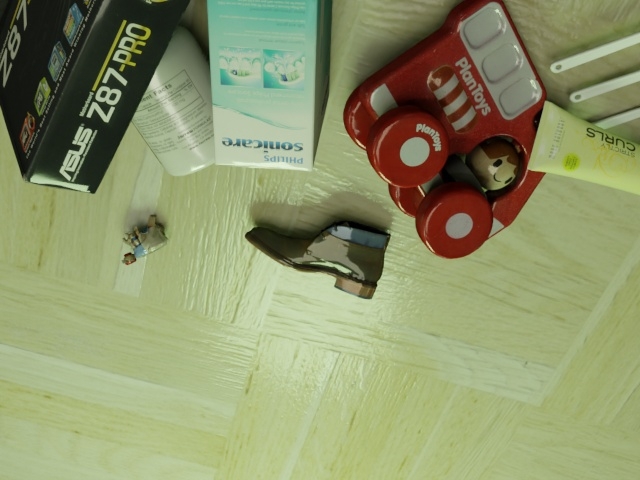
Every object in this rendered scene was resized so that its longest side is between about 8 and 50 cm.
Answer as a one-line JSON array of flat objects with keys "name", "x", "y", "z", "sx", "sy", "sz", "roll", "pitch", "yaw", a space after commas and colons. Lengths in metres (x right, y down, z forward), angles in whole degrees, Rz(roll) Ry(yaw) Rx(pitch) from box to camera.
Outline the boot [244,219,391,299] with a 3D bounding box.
[{"name": "boot", "x": 0.000, "y": 0.000, "z": 1.259, "sx": 0.219, "sy": 0.082, "sz": 0.106, "roll": 23, "pitch": 102, "yaw": -5}]

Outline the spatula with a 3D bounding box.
[{"name": "spatula", "x": 0.435, "y": -0.216, "z": 1.064, "sx": 0.242, "sy": 0.019, "sz": 0.168, "roll": -19, "pitch": 132, "yaw": 18}]

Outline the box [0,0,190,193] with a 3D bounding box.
[{"name": "box", "x": -0.247, "y": -0.300, "z": 0.893, "sx": 0.097, "sy": 0.318, "sz": 0.395, "roll": 10, "pitch": 126, "yaw": -38}]

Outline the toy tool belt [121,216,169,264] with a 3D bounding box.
[{"name": "toy tool belt", "x": -0.284, "y": -0.001, "z": 1.295, "sx": 0.083, "sy": 0.052, "sz": 0.051, "roll": -27, "pitch": 86, "yaw": 19}]

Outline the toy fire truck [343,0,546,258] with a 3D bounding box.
[{"name": "toy fire truck", "x": 0.193, "y": -0.138, "z": 1.087, "sx": 0.254, "sy": 0.169, "sz": 0.302, "roll": -34, "pitch": 117, "yaw": 5}]

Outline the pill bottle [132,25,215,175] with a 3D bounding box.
[{"name": "pill bottle", "x": -0.208, "y": -0.211, "z": 1.084, "sx": 0.131, "sy": 0.131, "sz": 0.229, "roll": -20, "pitch": 120, "yaw": 19}]

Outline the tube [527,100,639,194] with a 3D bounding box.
[{"name": "tube", "x": 0.389, "y": -0.107, "z": 1.103, "sx": 0.240, "sy": 0.070, "sz": 0.062, "roll": 16, "pitch": 138, "yaw": -19}]

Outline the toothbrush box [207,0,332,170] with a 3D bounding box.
[{"name": "toothbrush box", "x": -0.053, "y": -0.262, "z": 0.981, "sx": 0.126, "sy": 0.216, "sz": 0.295, "roll": 4, "pitch": 126, "yaw": 4}]
